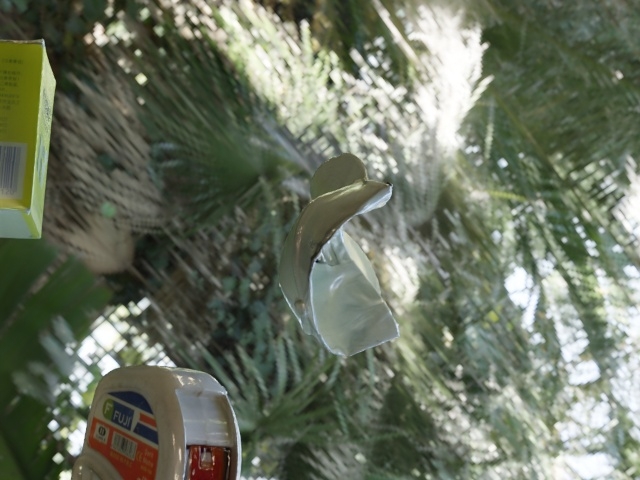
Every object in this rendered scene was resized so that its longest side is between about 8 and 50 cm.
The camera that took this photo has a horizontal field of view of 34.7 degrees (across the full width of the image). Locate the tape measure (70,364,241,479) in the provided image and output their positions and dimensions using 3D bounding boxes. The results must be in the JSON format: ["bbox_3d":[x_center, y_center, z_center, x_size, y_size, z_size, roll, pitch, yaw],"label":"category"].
[{"bbox_3d":[-0.203,0.290,1.301,0.258,0.130,0.265,9,-95,53],"label":"tape measure"}]

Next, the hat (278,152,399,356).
[{"bbox_3d":[0.007,0.001,1.503,0.168,0.258,0.301,-10,-148,-9],"label":"hat"}]

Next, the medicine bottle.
[{"bbox_3d":[-0.441,-0.136,1.387,0.137,0.141,0.250,108,-17,-73],"label":"medicine bottle"}]
